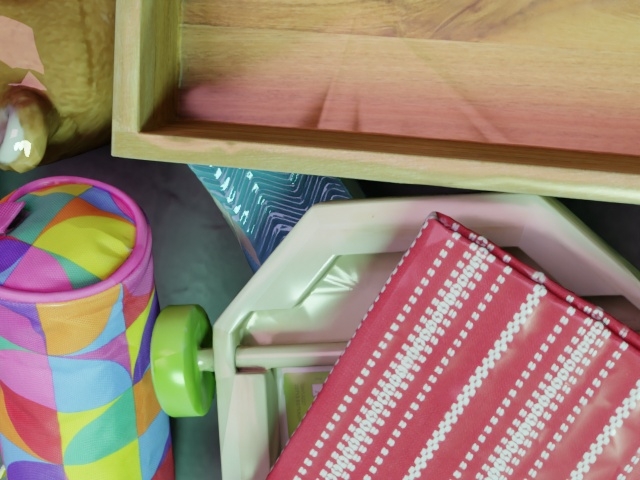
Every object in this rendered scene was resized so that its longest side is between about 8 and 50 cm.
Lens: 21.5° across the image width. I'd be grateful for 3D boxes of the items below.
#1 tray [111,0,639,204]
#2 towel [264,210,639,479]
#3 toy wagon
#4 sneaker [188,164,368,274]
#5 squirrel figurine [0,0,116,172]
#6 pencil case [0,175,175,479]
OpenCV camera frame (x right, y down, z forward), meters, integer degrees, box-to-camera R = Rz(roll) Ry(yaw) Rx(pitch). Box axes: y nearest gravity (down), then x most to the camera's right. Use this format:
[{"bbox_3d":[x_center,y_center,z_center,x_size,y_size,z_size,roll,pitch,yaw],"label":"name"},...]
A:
[{"bbox_3d":[0.113,-0.125,0.768,0.411,0.076,0.202,6,101,13],"label":"tray"},{"bbox_3d":[0.117,0.138,0.755,0.275,0.031,0.199,34,105,10],"label":"towel"},{"bbox_3d":[0.060,0.150,0.821,0.267,0.068,0.344,-3,96,14],"label":"toy wagon"},{"bbox_3d":[0.000,0.000,0.901,0.087,0.092,0.228,-26,92,11],"label":"sneaker"},{"bbox_3d":[-0.265,-0.069,0.986,0.371,0.281,0.396,9,101,18],"label":"squirrel figurine"},{"bbox_3d":[-0.132,0.078,0.883,0.104,0.104,0.236,33,140,28],"label":"pencil case"}]
